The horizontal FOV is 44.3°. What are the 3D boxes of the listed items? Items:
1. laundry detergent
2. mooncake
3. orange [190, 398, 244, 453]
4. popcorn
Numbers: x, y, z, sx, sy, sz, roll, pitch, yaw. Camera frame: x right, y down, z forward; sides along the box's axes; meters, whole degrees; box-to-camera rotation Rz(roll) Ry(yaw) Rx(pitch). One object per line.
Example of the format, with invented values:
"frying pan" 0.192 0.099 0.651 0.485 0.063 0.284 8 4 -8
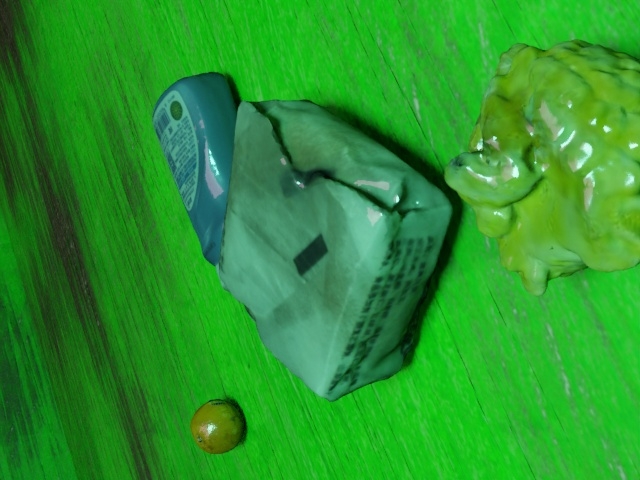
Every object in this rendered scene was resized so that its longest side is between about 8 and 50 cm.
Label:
"laundry detergent" -0.129 -0.066 1.033 0.143 0.094 0.290 -33 75 50
"mooncake" 0.004 0.000 0.792 0.250 0.136 0.255 44 129 40
"orange" -0.155 0.281 1.184 0.083 0.083 0.084 24 119 53
"popcorn" 0.169 -0.045 0.534 0.173 0.142 0.174 14 118 28
